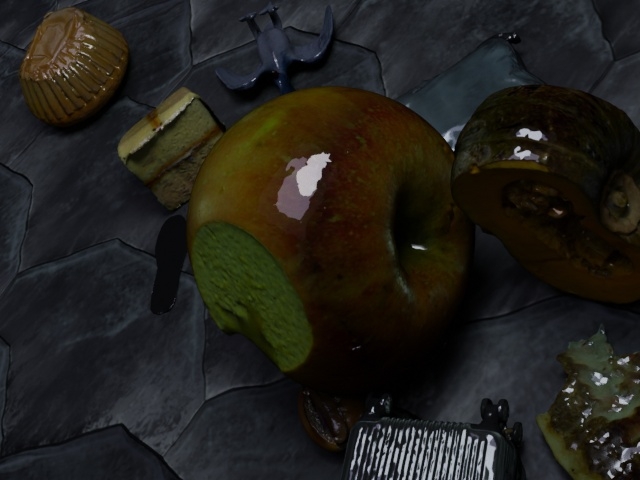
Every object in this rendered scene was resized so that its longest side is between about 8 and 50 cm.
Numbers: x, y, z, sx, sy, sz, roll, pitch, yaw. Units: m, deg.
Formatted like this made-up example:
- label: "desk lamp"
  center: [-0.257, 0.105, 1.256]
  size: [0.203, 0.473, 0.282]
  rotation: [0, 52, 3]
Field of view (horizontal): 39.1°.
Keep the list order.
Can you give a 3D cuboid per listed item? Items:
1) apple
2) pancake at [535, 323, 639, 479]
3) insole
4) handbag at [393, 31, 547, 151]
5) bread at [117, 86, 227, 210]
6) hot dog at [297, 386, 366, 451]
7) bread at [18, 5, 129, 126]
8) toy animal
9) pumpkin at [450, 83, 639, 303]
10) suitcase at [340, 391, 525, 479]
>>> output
- label: "apple"
  center: [0.000, 0.000, 1.139]
  size: [0.374, 0.374, 0.384]
  rotation: [2, 88, 29]
- label: "pancake"
  center: [0.445, 0.205, 0.952]
  size: [0.427, 0.067, 0.305]
  rotation: [-11, 47, 23]
- label: "insole"
  center: [-0.244, 0.036, 1.455]
  size: [0.064, 0.004, 0.188]
  rotation: [-12, 54, 21]
- label: "handbag"
  center: [0.183, -0.175, 1.337]
  size: [0.332, 0.075, 0.191]
  rotation: [-33, 47, 8]
- label: "bread"
  center: [-0.279, -0.201, 1.535]
  size: [0.167, 0.163, 0.264]
  rotation: [-41, 49, -2]
- label: "hot dog"
  center: [0.012, 0.208, 1.166]
  size: [0.090, 0.060, 0.140]
  rotation: [-22, 47, 7]
- label: "bread"
  center: [-0.483, -0.333, 1.749]
  size: [0.240, 0.139, 0.240]
  rotation: [-14, 55, 21]
- label: "toy animal"
  center: [-0.082, -0.321, 1.574]
  size: [0.239, 0.176, 0.255]
  rotation: [-19, 17, 11]
- label: "pumpkin"
  center: [0.272, -0.050, 1.047]
  size: [0.222, 0.317, 0.139]
  rotation: [-4, 60, 50]
- label: "suitcase"
  center: [0.111, 0.327, 0.985]
  size: [0.202, 0.128, 0.312]
  rotation: [-1, 59, 27]
